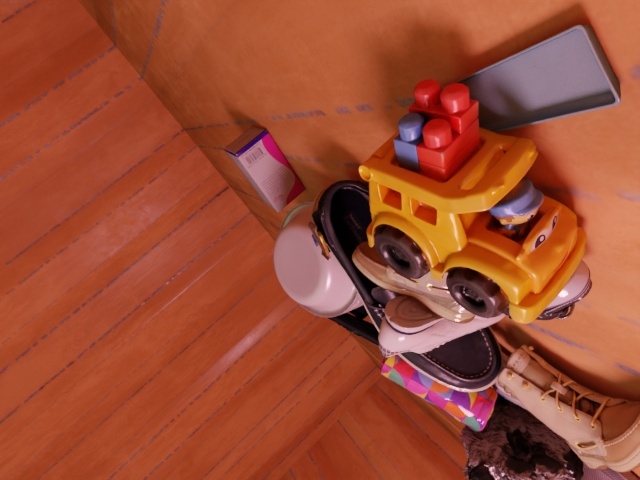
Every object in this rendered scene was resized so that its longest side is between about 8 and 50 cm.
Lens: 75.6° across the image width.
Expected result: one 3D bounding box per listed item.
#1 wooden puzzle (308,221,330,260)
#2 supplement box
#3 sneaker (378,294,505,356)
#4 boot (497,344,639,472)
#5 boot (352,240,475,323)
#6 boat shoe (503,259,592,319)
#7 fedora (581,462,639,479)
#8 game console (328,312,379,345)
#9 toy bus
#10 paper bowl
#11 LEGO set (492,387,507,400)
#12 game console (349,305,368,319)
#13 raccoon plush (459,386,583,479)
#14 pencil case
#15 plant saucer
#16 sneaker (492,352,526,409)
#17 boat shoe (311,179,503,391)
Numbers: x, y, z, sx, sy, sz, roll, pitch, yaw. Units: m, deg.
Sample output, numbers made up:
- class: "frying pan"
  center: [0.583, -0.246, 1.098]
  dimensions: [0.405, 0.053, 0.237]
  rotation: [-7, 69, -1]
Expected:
- class: "wooden puzzle"
  center: [0.000, 0.000, 0.810]
  dimensions: [0.078, 0.014, 0.116]
  rotation: [67, 172, -22]
- class: "supplement box"
  center: [-0.159, -0.206, 1.198]
  dimensions: [0.114, 0.111, 0.220]
  rotation: [34, 162, 54]
- class: "sneaker"
  center: [0.203, 0.132, 0.689]
  dimensions: [0.090, 0.235, 0.094]
  rotation: [-120, 31, -52]
- class: "boot"
  center: [0.395, 0.249, 0.655]
  dimensions: [0.203, 0.095, 0.262]
  rotation: [43, 167, 29]
- class: "boot"
  center: [0.155, 0.011, 0.622]
  dimensions: [0.213, 0.077, 0.165]
  rotation: [28, 129, 25]
- class: "boat shoe"
  center: [0.286, 0.073, 0.540]
  dimensions: [0.076, 0.080, 0.228]
  rotation: [31, 165, 5]
- class: "fedora"
  center: [0.570, 0.529, 0.895]
  dimensions: [0.243, 0.124, 0.275]
  rotation: [55, 167, -32]
- class: "game console"
  center: [0.183, 0.290, 1.170]
  dimensions: [0.387, 0.060, 0.342]
  rotation: [19, 172, 45]
- class: "toy bus"
  center: [0.152, -0.052, 0.426]
  dimensions: [0.220, 0.149, 0.211]
  rotation: [32, 154, 37]
- class: "paper bowl"
  center: [-0.003, 0.045, 0.990]
  dimensions: [0.284, 0.148, 0.284]
  rotation: [13, 109, 42]
- class: "LEGO set"
  center: [0.498, 0.476, 1.071]
  dimensions: [0.227, 0.093, 0.087]
  rotation: [54, 168, -28]
- class: "game console"
  center: [0.129, 0.149, 1.234]
  dimensions: [0.124, 0.144, 0.085]
  rotation: [46, 168, 13]
- class: "raccoon plush"
  center: [0.429, 0.499, 0.895]
  dimensions: [0.446, 0.216, 0.298]
  rotation: [-49, -53, -68]
- class: "pencil case"
  center: [0.240, 0.294, 0.862]
  dimensions: [0.236, 0.104, 0.104]
  rotation: [28, 163, 21]
- class: "plant saucer"
  center: [0.174, -0.136, 0.382]
  dimensions: [0.067, 0.018, 0.192]
  rotation: [51, 168, -15]
- class: "sneaker"
  center: [0.370, 0.275, 0.866]
  dimensions: [0.237, 0.085, 0.086]
  rotation: [37, 143, 39]
- class: "boat shoe"
  center: [0.160, 0.083, 0.785]
  dimensions: [0.500, 0.187, 0.156]
  rotation: [52, 176, 5]
